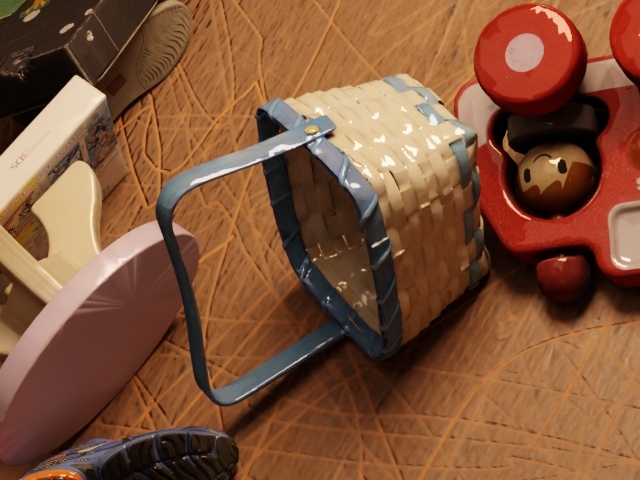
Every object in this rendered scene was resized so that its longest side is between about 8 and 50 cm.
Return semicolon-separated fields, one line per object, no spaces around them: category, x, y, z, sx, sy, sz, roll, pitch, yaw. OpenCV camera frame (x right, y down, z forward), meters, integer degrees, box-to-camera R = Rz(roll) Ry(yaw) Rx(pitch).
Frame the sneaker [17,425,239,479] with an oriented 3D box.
sneaker;-0.183;0.208;1.621;0.221;0.083;0.087;-12;20;3

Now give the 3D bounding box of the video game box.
video game box;-0.286;-0.045;1.800;0.048;0.187;0.205;36;73;12

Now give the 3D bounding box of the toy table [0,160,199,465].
toy table;-0.262;0.059;1.684;0.161;0.252;0.274;35;62;24

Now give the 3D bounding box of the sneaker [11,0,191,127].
sneaker;-0.251;-0.200;1.976;0.222;0.083;0.118;-46;48;-12

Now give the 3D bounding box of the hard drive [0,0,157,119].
hard drive;-0.282;-0.253;1.964;0.237;0.064;0.339;-14;32;31

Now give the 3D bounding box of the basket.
basket;0.000;0.000;1.588;0.289;0.255;0.201;-29;45;-23

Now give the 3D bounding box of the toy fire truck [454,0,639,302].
toy fire truck;0.267;-0.077;1.587;0.302;0.169;0.254;-9;69;21
